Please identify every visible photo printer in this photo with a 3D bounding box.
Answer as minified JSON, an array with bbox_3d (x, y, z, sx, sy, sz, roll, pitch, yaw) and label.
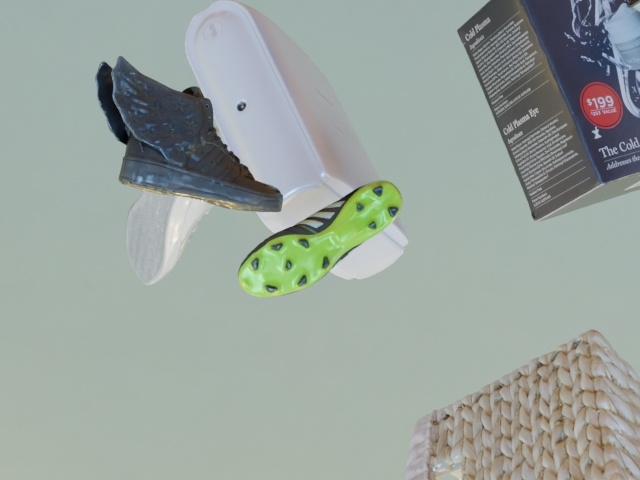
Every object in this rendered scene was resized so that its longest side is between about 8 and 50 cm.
[{"bbox_3d":[-0.033,-0.125,1.517,0.256,0.107,0.307,37,-156,-56],"label":"photo printer"}]

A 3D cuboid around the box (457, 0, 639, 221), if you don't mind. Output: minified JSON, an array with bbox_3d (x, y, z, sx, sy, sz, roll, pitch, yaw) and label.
[{"bbox_3d":[0.426,-0.234,1.896,0.343,0.312,0.179,-18,170,-27],"label":"box"}]

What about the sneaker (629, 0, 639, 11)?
[{"bbox_3d":[0.511,-0.330,1.752,0.086,0.064,0.192,47,145,-13],"label":"sneaker"}]

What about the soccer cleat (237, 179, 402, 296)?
[{"bbox_3d":[0.000,0.000,1.270,0.179,0.060,0.072,-31,-174,-7],"label":"soccer cleat"}]

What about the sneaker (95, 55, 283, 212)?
[{"bbox_3d":[-0.094,-0.075,0.987,0.170,0.089,0.051,11,175,-37],"label":"sneaker"}]

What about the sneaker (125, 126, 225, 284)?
[{"bbox_3d":[-0.162,-0.052,1.799,0.169,0.292,0.108,-20,-114,-33],"label":"sneaker"}]

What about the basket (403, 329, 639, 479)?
[{"bbox_3d":[0.282,0.324,1.386,0.331,0.266,0.328,45,-156,-16],"label":"basket"}]
